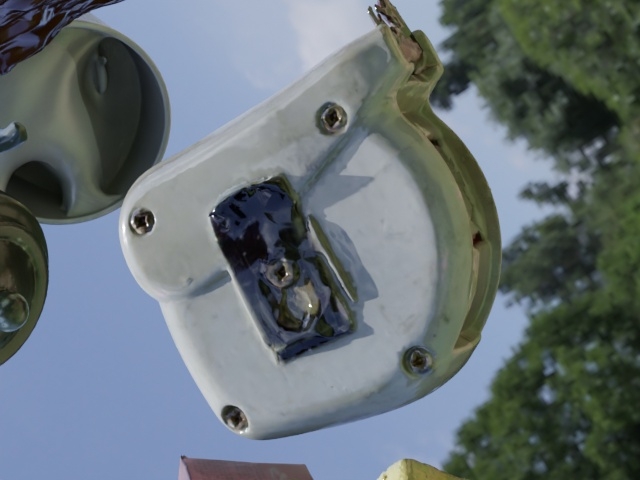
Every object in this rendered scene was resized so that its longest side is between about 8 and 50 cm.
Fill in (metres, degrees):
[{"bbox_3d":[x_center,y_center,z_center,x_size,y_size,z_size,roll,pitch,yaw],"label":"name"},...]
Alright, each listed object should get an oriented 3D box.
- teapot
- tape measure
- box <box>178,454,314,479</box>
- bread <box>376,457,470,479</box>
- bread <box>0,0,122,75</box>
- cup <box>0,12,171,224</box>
[{"bbox_3d":[-0.237,0.033,0.853,0.149,0.239,0.162,21,-170,30],"label":"teapot"},{"bbox_3d":[0.000,0.000,0.983,0.265,0.258,0.130,62,-160,7],"label":"tape measure"},{"bbox_3d":[-0.050,0.221,1.072,0.156,0.111,0.060,-132,48,-73],"label":"box"},{"bbox_3d":[0.171,0.348,1.545,0.266,0.142,0.178,25,-173,-25],"label":"bread"},{"bbox_3d":[-0.164,-0.181,0.638,0.167,0.277,0.324,58,159,-5],"label":"bread"},{"bbox_3d":[-0.256,-0.117,1.152,0.202,0.221,0.167,-135,32,-60],"label":"cup"}]
